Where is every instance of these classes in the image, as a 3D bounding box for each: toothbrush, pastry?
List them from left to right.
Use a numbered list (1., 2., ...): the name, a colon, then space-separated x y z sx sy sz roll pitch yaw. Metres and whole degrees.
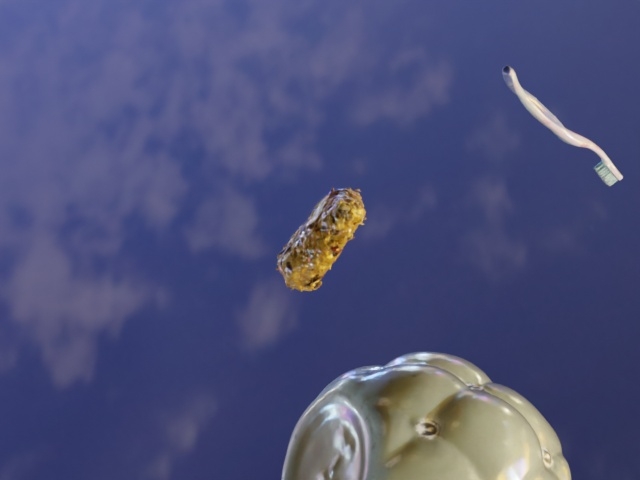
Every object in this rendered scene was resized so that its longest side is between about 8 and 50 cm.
1. pastry: 0.000 0.000 1.529 0.140 0.056 0.080 -58 -161 20
2. toothbrush: 0.283 -0.130 1.538 0.027 0.269 0.021 -48 -138 8

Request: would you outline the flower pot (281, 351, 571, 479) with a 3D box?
1. flower pot: 0.083 0.215 1.118 0.246 0.195 0.246 -39 -139 45
